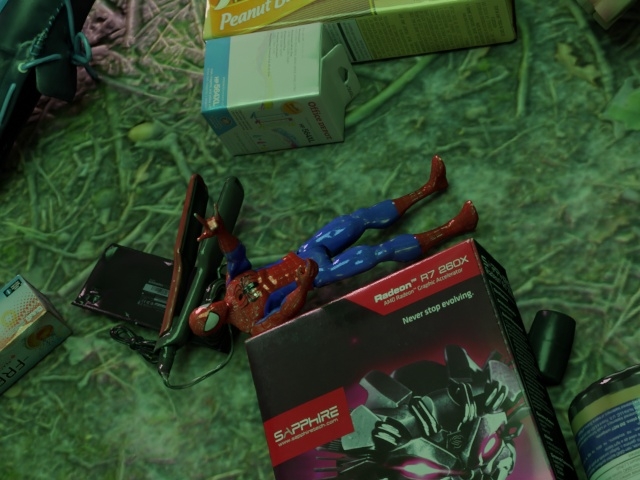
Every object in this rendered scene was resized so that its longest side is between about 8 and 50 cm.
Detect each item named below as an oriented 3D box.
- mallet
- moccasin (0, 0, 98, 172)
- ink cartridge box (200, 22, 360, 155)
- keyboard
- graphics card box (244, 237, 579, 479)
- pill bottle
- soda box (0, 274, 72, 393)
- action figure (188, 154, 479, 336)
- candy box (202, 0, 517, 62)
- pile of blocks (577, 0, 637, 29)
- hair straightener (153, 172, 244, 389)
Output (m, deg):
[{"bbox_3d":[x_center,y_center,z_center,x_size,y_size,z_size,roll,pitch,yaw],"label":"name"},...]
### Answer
[{"bbox_3d":[0.131,0.092,1.043,0.190,0.039,0.062,1,66,24],"label":"mallet"},{"bbox_3d":[-0.315,-0.187,1.292,0.117,0.138,0.342,37,98,5],"label":"moccasin"},{"bbox_3d":[-0.037,-0.154,1.189,0.143,0.092,0.089,-6,62,16],"label":"ink cartridge box"},{"bbox_3d":[-0.162,0.069,1.158,0.180,0.023,0.108,14,63,25],"label":"keyboard"},{"bbox_3d":[0.087,0.206,0.941,0.233,0.094,0.370,-24,60,17],"label":"graphics card box"},{"bbox_3d":[0.275,0.210,0.878,0.123,0.123,0.219,-18,60,9],"label":"pill bottle"},{"bbox_3d":[-0.344,0.122,1.169,0.183,0.058,0.063,-41,58,-6],"label":"soda box"},{"bbox_3d":[0.000,0.000,1.049,0.280,0.139,0.091,-29,61,-6],"label":"action figure"},{"bbox_3d":[0.041,-0.285,1.234,0.317,0.087,0.182,-6,62,17],"label":"candy box"},{"bbox_3d":[0.259,-0.357,1.175,0.149,0.112,0.362,17,58,-17],"label":"pile of blocks"},{"bbox_3d":[-0.105,0.038,1.118,0.089,0.047,0.230,2,58,18],"label":"hair straightener"}]
